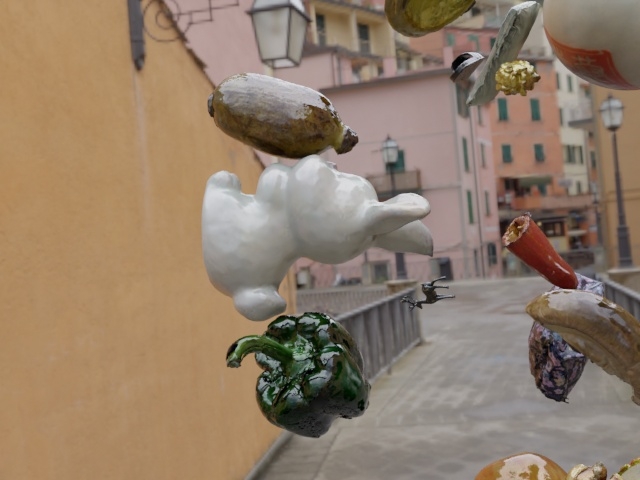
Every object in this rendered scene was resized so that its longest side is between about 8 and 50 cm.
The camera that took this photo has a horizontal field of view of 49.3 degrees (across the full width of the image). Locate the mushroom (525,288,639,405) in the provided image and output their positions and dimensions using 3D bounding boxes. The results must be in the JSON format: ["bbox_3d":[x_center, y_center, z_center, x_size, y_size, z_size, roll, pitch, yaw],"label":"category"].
[{"bbox_3d":[0.360,0.125,0.863,0.209,0.072,0.094,39,-13,10],"label":"mushroom"}]

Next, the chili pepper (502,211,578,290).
[{"bbox_3d":[0.400,0.035,1.237,0.065,0.169,0.088,-37,15,41],"label":"chili pepper"}]

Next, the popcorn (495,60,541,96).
[{"bbox_3d":[0.372,-0.306,1.315,0.083,0.057,0.082,10,32,22],"label":"popcorn"}]

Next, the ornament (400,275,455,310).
[{"bbox_3d":[0.235,0.122,1.573,0.125,0.073,0.028,-15,38,26],"label":"ornament"}]

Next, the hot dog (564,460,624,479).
[{"bbox_3d":[0.456,0.503,1.192,0.109,0.270,0.072,10,13,19],"label":"hot dog"}]

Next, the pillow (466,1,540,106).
[{"bbox_3d":[0.379,-0.382,1.443,0.051,0.229,0.128,37,35,22],"label":"pillow"}]

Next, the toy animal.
[{"bbox_3d":[-0.005,-0.009,1.139,0.367,0.241,0.196,-13,-19,6],"label":"toy animal"}]

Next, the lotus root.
[{"bbox_3d":[-0.060,-0.200,1.171,0.260,0.129,0.145,16,22,4],"label":"lotus root"}]

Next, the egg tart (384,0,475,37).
[{"bbox_3d":[0.237,-0.536,1.408,0.278,0.095,0.279,-28,-24,-13],"label":"egg tart"}]

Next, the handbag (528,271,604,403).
[{"bbox_3d":[0.483,0.192,1.388,0.126,0.208,0.229,19,49,16],"label":"handbag"}]

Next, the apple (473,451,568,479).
[{"bbox_3d":[0.461,0.602,1.527,0.242,0.241,0.242,-8,-45,-8],"label":"apple"}]

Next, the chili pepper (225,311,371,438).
[{"bbox_3d":[-0.028,0.192,1.037,0.165,0.174,0.261,-8,-30,26],"label":"chili pepper"}]

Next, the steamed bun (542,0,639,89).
[{"bbox_3d":[0.694,-0.490,1.648,0.374,0.241,0.374,26,10,-5],"label":"steamed bun"}]

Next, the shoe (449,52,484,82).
[{"bbox_3d":[0.341,-0.423,1.674,0.071,0.049,0.179,-49,-8,33],"label":"shoe"}]

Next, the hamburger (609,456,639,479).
[{"bbox_3d":[0.649,0.497,1.220,0.294,0.276,0.179,28,31,21],"label":"hamburger"}]
